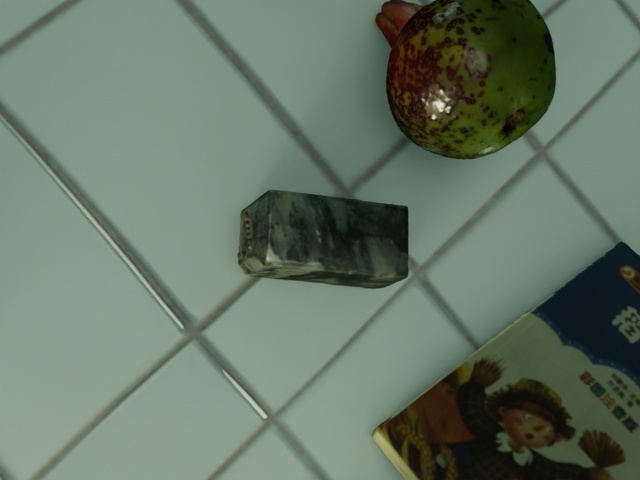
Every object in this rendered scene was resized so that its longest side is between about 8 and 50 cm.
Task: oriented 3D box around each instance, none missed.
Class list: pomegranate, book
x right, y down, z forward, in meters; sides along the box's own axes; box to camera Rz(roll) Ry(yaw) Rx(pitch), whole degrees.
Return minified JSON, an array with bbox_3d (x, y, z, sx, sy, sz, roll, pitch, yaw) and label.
[{"bbox_3d":[0.153,-0.216,1.367,0.214,0.214,0.248,-33,60,-23],"label":"pomegranate"},{"bbox_3d":[0.314,0.218,1.360,0.428,0.039,0.300,-34,70,-23],"label":"book"}]

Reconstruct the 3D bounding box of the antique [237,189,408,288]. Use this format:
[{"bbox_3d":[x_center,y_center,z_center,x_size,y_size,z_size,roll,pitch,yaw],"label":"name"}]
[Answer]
[{"bbox_3d":[0.000,0.000,1.308,0.183,0.088,0.086,6,77,-20],"label":"antique"}]
